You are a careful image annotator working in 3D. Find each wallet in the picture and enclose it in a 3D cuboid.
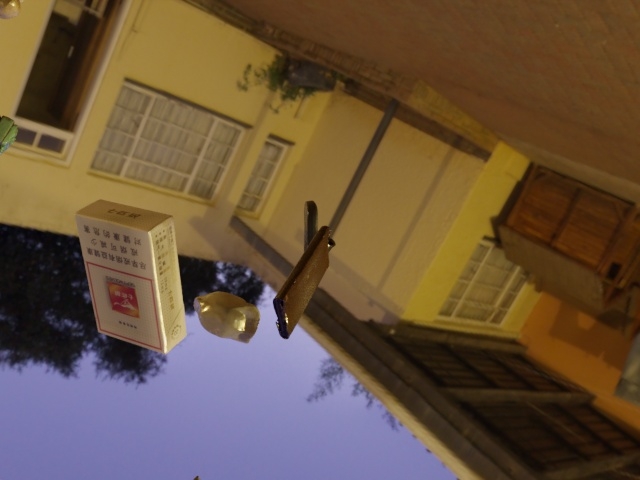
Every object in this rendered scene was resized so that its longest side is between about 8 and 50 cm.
[{"bbox_3d":[-0.038,0.088,1.328,0.039,0.133,0.243,15,-134,20],"label":"wallet"}]

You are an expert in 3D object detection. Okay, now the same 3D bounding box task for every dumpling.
[{"bbox_3d":[-0.298,0.240,1.861,0.250,0.163,0.132,9,-154,26],"label":"dumpling"}]

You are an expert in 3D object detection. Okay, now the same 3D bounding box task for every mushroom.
[{"bbox_3d":[-0.853,-0.667,1.587,0.112,0.148,0.148,-4,-149,-42],"label":"mushroom"}]

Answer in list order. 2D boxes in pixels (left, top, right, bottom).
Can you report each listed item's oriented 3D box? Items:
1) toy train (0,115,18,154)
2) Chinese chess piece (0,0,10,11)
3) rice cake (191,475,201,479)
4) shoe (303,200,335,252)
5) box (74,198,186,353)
[{"bbox_3d":[-0.912,-0.305,1.434,0.326,0.159,0.129,30,159,-21],"label":"toy train"},{"bbox_3d":[-0.823,-0.628,1.407,0.250,0.251,0.097,34,175,30],"label":"Chinese chess piece"},{"bbox_3d":[-0.345,0.764,1.576,0.052,0.057,0.256,35,-142,-42],"label":"rice cake"},{"bbox_3d":[0.000,0.000,1.738,0.093,0.241,0.108,-5,-157,-8],"label":"shoe"},{"bbox_3d":[-0.435,0.086,1.382,0.210,0.331,0.095,12,-151,21],"label":"box"}]
